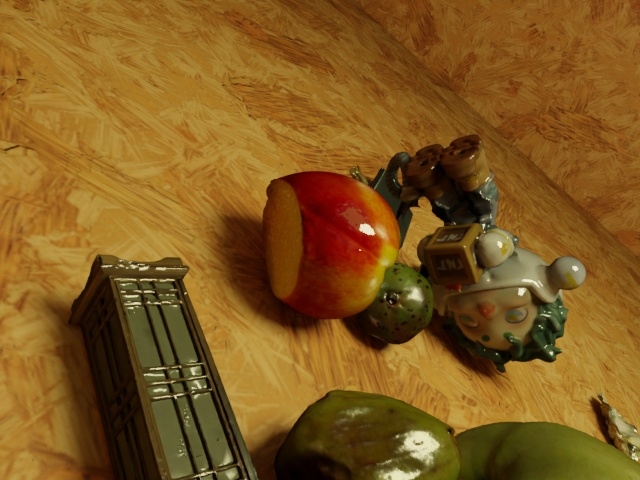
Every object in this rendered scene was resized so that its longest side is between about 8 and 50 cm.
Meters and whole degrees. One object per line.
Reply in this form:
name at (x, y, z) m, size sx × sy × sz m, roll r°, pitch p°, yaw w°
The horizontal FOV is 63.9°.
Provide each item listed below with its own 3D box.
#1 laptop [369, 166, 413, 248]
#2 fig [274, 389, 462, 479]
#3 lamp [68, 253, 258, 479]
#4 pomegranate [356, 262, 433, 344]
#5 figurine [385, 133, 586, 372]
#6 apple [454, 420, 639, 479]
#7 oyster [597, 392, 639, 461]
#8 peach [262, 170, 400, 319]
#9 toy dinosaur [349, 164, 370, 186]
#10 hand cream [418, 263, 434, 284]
laptop at (0.141, -0.070, 1.033) m, size 0.129 × 0.016 × 0.180 m, roll 58°, pitch 28°, yaw -12°
fig at (0.043, 0.208, 0.467) m, size 0.166 × 0.154 × 0.143 m, roll -9°, pitch 92°, yaw -12°
lamp at (-0.116, 0.160, 0.406) m, size 0.089 × 0.090 × 0.325 m, roll 4°, pitch 45°, yaw -44°
pomegranate at (0.106, 0.092, 0.738) m, size 0.114 × 0.115 × 0.142 m, roll 51°, pitch 2°, yaw 18°
figurine at (0.250, 0.039, 0.777) m, size 0.186 × 0.261 × 0.381 m, roll -49°, pitch 122°, yaw -35°
apple at (0.302, 0.385, 0.575) m, size 0.360 × 0.311 × 0.320 m, roll 41°, pitch -15°, yaw -1°
oyster at (0.561, 0.346, 0.954) m, size 0.122 × 0.045 × 0.146 m, roll 12°, pitch 32°, yaw -34°
peach at (0.000, 0.000, 0.651) m, size 0.193 × 0.190 × 0.190 m, roll 24°, pitch 29°, yaw 7°
toy dinosaur at (0.094, -0.091, 1.029) m, size 0.126 × 0.039 × 0.162 m, roll 51°, pitch 27°, yaw -2°
hand cream at (0.309, 0.114, 0.993) m, size 0.321 × 0.067 × 0.109 m, roll 30°, pitch 30°, yaw -31°
